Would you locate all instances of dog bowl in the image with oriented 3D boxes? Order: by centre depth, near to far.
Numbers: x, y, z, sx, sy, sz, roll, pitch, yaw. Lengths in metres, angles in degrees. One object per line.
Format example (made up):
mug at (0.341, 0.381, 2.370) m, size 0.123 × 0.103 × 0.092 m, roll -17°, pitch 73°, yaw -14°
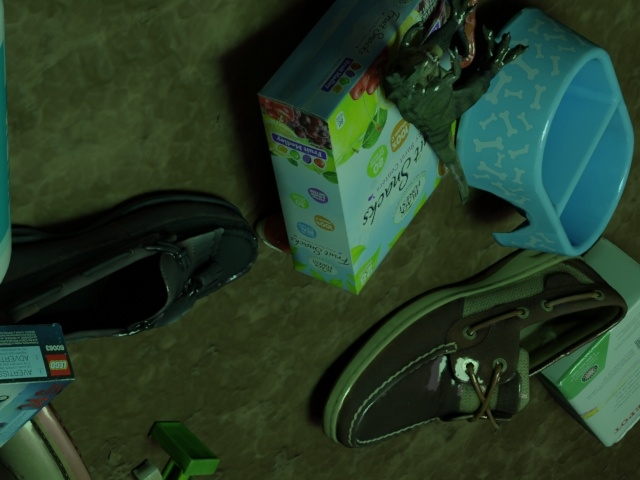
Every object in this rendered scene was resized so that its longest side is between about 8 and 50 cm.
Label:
dog bowl at (0.208, -0.085, 1.535) m, size 0.166 × 0.074 × 0.297 m, roll -61°, pitch 153°, yaw -12°

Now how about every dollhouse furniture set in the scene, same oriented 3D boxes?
dollhouse furniture set at (-0.147, 0.237, 1.522) m, size 0.076 × 0.058 × 0.152 m, roll 8°, pitch 117°, yaw -50°

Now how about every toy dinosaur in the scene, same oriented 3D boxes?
toy dinosaur at (0.100, -0.123, 1.315) m, size 0.118 × 0.064 × 0.268 m, roll -62°, pitch 159°, yaw -8°
toy dinosaur at (0.112, -0.182, 1.393) m, size 0.047 × 0.090 × 0.082 m, roll -32°, pitch 99°, yaw -39°

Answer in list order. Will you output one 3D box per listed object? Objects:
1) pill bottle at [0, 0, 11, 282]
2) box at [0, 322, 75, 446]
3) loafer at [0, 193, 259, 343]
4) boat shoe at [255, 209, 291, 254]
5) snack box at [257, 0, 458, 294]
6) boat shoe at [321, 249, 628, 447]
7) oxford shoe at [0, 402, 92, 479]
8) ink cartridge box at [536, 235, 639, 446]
pill bottle at (-0.258, -0.082, 1.017) m, size 0.146 × 0.146 × 0.264 m, roll -24°, pitch 139°, yaw -32°
box at (-0.291, 0.129, 1.168) m, size 0.159 × 0.044 × 0.233 m, roll -1°, pitch 152°, yaw -39°
loafer at (-0.157, 0.039, 1.288) m, size 0.302 × 0.095 × 0.109 m, roll -10°, pitch 129°, yaw -42°
boat shoe at (0.000, 0.000, 1.471) m, size 0.137 × 0.043 × 0.049 m, roll 15°, pitch 76°, yaw -54°
snack box at (0.036, -0.089, 1.358) m, size 0.174 × 0.070 × 0.207 m, roll -53°, pitch 152°, yaw -29°
boat shoe at (0.158, 0.117, 1.683) m, size 0.342 × 0.123 × 0.123 m, roll -26°, pitch 140°, yaw -29°
oxford shoe at (-0.248, 0.225, 1.350) m, size 0.130 × 0.123 × 0.348 m, roll -24°, pitch 138°, yaw -23°
ink cartridge box at (0.311, 0.115, 1.877) m, size 0.154 × 0.093 × 0.212 m, roll -46°, pitch 144°, yaw -2°
